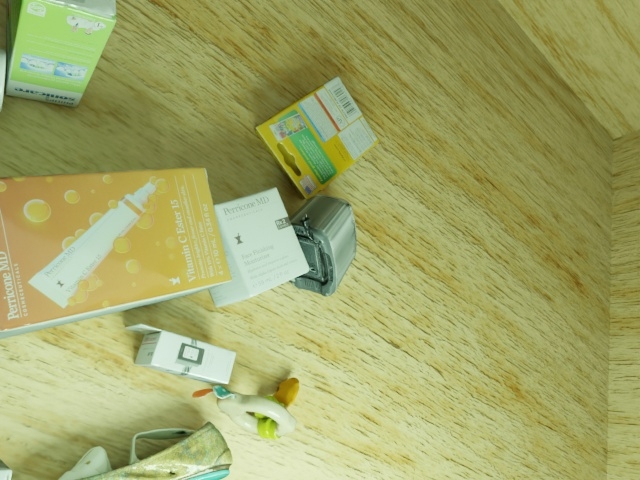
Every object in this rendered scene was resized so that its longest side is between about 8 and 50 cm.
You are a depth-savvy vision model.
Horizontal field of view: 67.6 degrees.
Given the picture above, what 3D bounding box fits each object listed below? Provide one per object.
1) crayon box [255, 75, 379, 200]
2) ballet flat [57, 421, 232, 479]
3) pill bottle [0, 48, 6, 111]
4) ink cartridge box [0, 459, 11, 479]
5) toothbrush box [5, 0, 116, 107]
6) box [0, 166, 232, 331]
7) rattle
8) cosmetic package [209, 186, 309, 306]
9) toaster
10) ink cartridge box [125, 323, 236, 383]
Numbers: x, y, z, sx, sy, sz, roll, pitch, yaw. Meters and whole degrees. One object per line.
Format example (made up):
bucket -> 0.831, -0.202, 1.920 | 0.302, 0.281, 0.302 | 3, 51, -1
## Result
crayon box -> -0.015, -0.246, 1.176 | 0.323, 0.083, 0.203 | -44, 104, -37
ballet flat -> -0.312, 0.375, 0.766 | 0.349, 0.123, 0.123 | -4, 79, -37
pill bottle -> -0.609, -0.263, 0.697 | 0.246, 0.136, 0.136 | 5, 74, -36
ink cartridge box -> -0.488, 0.305, 0.530 | 0.211, 0.289, 0.121 | 16, 65, -33
toothbrush box -> -0.429, -0.378, 0.772 | 0.122, 0.283, 0.206 | 1, 77, -36
box -> -0.355, 0.011, 0.790 | 0.345, 0.168, 0.214 | -11, 84, -38
rattle -> -0.130, 0.283, 0.918 | 0.200, 0.130, 0.142 | 37, 60, -16
cosmetic package -> -0.149, 0.014, 0.954 | 0.151, 0.151, 0.183 | -23, 91, -40
toaster -> 0.000, 0.000, 1.052 | 0.146, 0.129, 0.226 | -52, 145, -41
ink cartridge box -> -0.257, 0.205, 0.850 | 0.180, 0.104, 0.060 | 25, 64, -29
